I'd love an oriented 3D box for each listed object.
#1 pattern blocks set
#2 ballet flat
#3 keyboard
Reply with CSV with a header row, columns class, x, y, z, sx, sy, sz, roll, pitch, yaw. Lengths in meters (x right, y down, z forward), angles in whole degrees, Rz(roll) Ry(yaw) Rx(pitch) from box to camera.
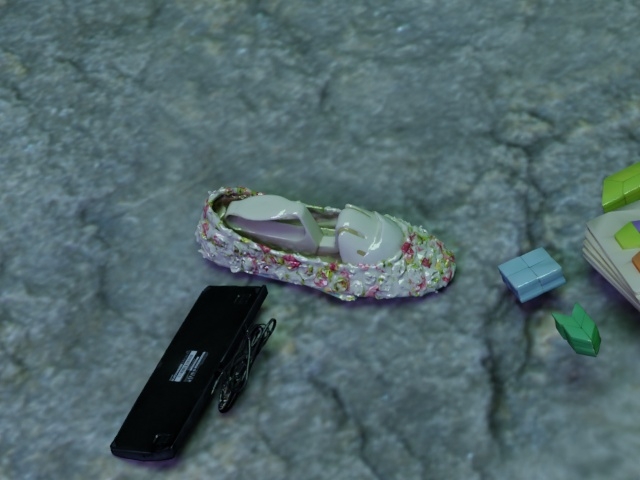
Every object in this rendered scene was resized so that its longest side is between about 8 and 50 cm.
class,x,y,z,sx,sy,sz,roll,pitch,yaw
pattern blocks set,0.325,-0.007,1.598,0.325,0.026,0.285,-30,30,-14
ballet flat,0.000,0.000,1.674,0.241,0.077,0.091,6,52,12
keyboard,-0.099,0.120,1.629,0.100,0.038,0.192,1,49,38
